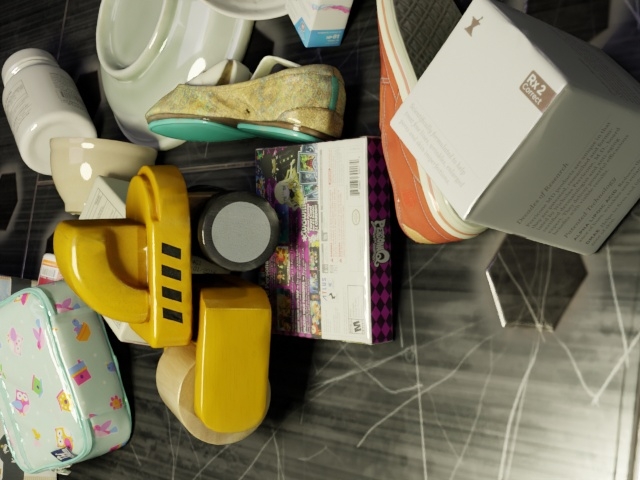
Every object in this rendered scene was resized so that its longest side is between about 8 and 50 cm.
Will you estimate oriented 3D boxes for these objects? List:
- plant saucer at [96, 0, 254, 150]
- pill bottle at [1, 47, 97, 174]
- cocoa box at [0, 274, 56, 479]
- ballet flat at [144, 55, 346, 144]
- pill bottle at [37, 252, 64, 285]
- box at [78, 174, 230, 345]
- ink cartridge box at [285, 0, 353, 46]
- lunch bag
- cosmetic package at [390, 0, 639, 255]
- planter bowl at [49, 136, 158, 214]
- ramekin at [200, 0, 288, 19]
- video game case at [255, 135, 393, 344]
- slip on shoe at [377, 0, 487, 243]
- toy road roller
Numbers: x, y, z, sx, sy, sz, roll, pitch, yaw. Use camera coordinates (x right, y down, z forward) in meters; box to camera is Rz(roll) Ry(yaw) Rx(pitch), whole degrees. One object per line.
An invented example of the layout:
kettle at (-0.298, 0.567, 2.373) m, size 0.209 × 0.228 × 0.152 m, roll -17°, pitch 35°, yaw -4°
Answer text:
plant saucer at (-0.248, -0.340, 1.694) m, size 0.400 × 0.101 × 0.400 m, roll -18°, pitch 66°, yaw 48°
pill bottle at (-0.476, -0.228, 1.915) m, size 0.131 × 0.131 × 0.229 m, roll -56°, pitch 43°, yaw 25°
cocoa box at (-0.585, 0.243, 1.840) m, size 0.231 × 0.228 × 0.347 m, roll -22°, pitch 63°, yaw 46°
ballet flat at (-0.097, -0.185, 1.453) m, size 0.349 × 0.123 × 0.123 m, roll 8°, pitch 86°, yaw 46°
pill bottle at (-0.418, 0.101, 1.789) m, size 0.086 × 0.086 × 0.152 m, roll 10°, pitch 88°, yaw 52°
box at (-0.246, 0.030, 1.564) m, size 0.232 × 0.127 × 0.148 m, roll 43°, pitch 114°, yaw 48°
ink cartridge box at (0.003, -0.316, 1.381) m, size 0.122 × 0.052 × 0.088 m, roll 107°, pitch 148°, yaw -46°
lunch bag at (-0.408, 0.212, 1.667) m, size 0.224 × 0.108 × 0.279 m, roll -22°, pitch 84°, yaw 38°
cosmetic package at (0.196, -0.101, 1.008) m, size 0.151 × 0.184 × 0.151 m, roll -56°, pitch 42°, yaw 24°
planter bowl at (-0.333, -0.090, 1.679) m, size 0.162 × 0.162 × 0.109 m, roll 0°, pitch 83°, yaw 51°
ramekin at (-0.083, -0.398, 1.429) m, size 0.207 × 0.207 × 0.109 m, roll -45°, pitch 39°, yaw 34°
video game case at (0.000, 0.000, 1.304) m, size 0.210 × 0.042 × 0.232 m, roll -1°, pitch 91°, yaw 51°
slip on shoe at (0.106, -0.149, 1.195) m, size 0.101 × 0.123 × 0.331 m, roll -30°, pitch 63°, yaw 48°
toy road roller at (-0.192, 0.074, 1.336) m, size 0.202 × 0.241 × 0.329 m, roll -164°, pitch 74°, yaw -69°
